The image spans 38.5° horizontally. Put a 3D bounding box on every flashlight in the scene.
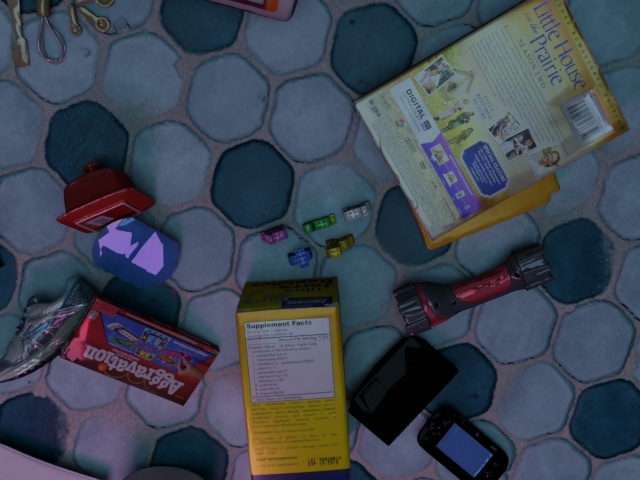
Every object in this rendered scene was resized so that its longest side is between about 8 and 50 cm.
[{"bbox_3d":[0.298,0.089,1.794,0.304,0.103,0.103,-22,99,6],"label":"flashlight"}]

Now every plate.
[{"bbox_3d":[-0.615,0.576,1.936,0.277,0.045,0.278,21,102,-5],"label":"plate"}]

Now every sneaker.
[{"bbox_3d":[-0.557,0.177,1.830,0.283,0.110,0.122,-36,88,1],"label":"sneaker"}]

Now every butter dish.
[{"bbox_3d":[-0.421,-0.094,1.748,0.160,0.160,0.118,-23,79,5],"label":"butter dish"}]

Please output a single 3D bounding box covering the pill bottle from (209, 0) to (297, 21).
[{"bbox_3d":[-0.213,-0.540,1.594,0.392,0.224,0.224,15,102,-4],"label":"pill bottle"}]

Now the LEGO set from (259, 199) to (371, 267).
[{"bbox_3d":[0.000,0.000,1.779,0.227,0.093,0.087,-17,102,4],"label":"LEGO set"}]

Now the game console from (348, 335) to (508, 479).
[{"bbox_3d":[0.245,0.370,1.881,0.361,0.044,0.213,41,95,-10],"label":"game console"}]

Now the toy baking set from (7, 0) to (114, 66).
[{"bbox_3d":[-0.505,-0.442,1.707,0.256,0.030,0.197,-31,106,8],"label":"toy baking set"}]

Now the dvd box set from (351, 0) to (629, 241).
[{"bbox_3d":[0.312,-0.233,1.694,0.420,0.062,0.307,-31,102,7],"label":"dvd box set"}]

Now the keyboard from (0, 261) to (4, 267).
[{"bbox_3d":[-0.784,0.103,1.839,0.317,0.033,0.201,-26,101,7],"label":"keyboard"}]

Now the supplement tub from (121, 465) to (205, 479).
[{"bbox_3d":[-0.326,0.620,1.870,0.191,0.191,0.272,5,102,-1],"label":"supplement tub"}]

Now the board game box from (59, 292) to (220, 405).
[{"bbox_3d":[-0.355,0.220,1.813,0.281,0.027,0.145,28,103,-28],"label":"board game box"}]

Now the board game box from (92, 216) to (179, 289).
[{"bbox_3d":[-0.363,0.019,1.811,0.169,0.033,0.133,31,112,-24],"label":"board game box"}]

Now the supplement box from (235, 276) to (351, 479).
[{"bbox_3d":[-0.048,0.269,1.788,0.194,0.195,0.356,-3,103,1],"label":"supplement box"}]

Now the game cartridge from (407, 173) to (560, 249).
[{"bbox_3d":[0.279,-0.179,1.764,0.285,0.052,0.323,-22,104,5],"label":"game cartridge"}]
